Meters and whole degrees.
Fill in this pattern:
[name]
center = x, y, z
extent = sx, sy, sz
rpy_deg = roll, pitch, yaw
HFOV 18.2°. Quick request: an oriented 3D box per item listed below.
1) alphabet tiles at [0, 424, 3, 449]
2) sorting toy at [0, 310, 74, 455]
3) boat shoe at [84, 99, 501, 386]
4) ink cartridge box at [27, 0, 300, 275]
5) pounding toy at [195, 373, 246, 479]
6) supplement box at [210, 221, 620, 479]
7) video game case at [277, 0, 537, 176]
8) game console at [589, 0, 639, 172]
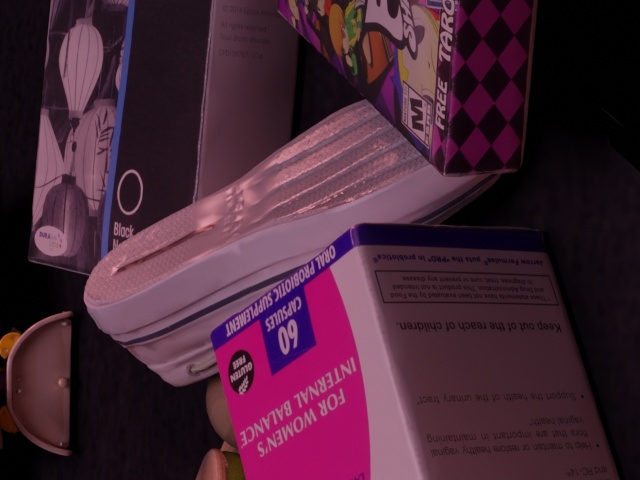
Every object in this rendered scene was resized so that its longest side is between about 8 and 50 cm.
[alphabet tiles]
center = -0.275, 0.089, 1.279
extent = 0.342, 0.011, 0.285
rpy_deg = -33, 63, 56
[sorting toy]
center = -0.174, 0.083, 1.174
extent = 0.075, 0.045, 0.083
rpy_deg = 172, 100, -71
[boat shoe]
center = 0.000, 0.000, 0.917
extent = 0.226, 0.076, 0.083
rpy_deg = -22, 34, 27
[ink cartridge box]
center = -0.076, -0.141, 1.038
extent = 0.165, 0.065, 0.332
rpy_deg = 9, 94, 53
[pounding toy]
center = -0.011, 0.178, 0.924
extent = 0.237, 0.110, 0.183
rpy_deg = -92, 14, -58
[supplement box]
center = 0.050, 0.115, 0.819
extent = 0.111, 0.114, 0.220
rpy_deg = -37, 61, 43
[video game case]
center = 0.035, -0.172, 0.832
extent = 0.210, 0.042, 0.232
rpy_deg = -128, 36, -57
[game console]
center = 0.108, -0.159, 0.759
extent = 0.361, 0.044, 0.213
rpy_deg = -127, 37, -55
